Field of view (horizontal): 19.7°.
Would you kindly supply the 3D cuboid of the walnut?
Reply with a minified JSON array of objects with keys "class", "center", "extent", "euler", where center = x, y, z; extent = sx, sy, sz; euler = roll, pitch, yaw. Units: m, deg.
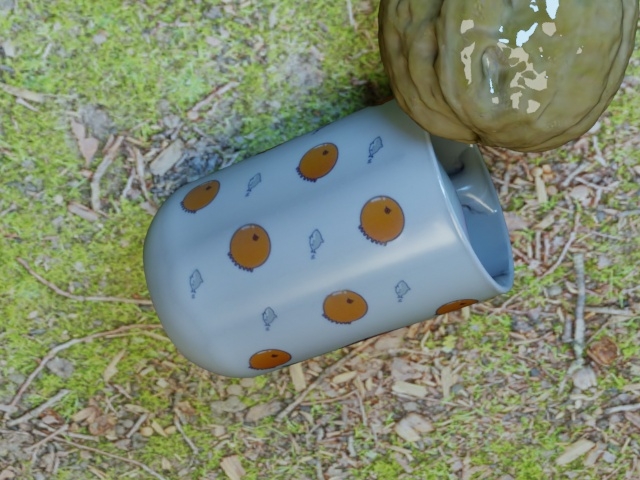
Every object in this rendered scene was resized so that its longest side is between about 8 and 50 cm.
[{"class":"walnut","center":[0.161,-0.206,1.594],"extent":[0.224,0.257,0.257],"euler":[9,135,27]}]

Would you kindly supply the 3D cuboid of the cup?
[{"class":"cup","center":[0.000,0.000,1.778],"extent":[0.317,0.212,0.212],"euler":[-20,127,17]}]
